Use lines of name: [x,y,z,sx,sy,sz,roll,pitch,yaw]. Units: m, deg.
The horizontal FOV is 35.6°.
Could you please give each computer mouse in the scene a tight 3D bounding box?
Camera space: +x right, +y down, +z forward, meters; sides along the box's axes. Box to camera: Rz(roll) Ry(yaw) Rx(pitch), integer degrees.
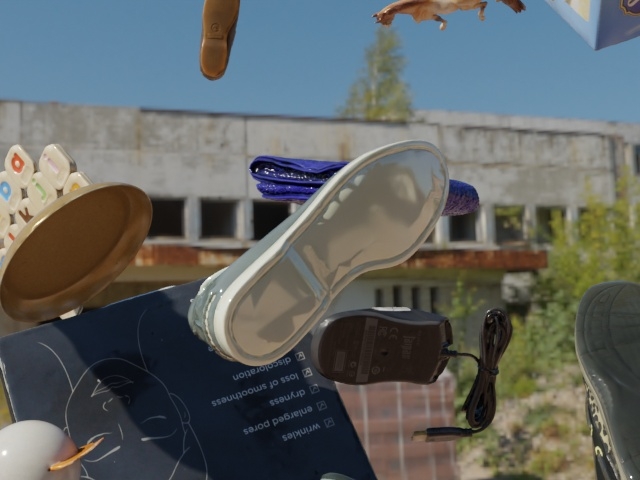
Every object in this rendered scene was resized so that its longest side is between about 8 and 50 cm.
computer mouse: [0.107,0.166,1.257,0.262,0.184,0.060,0,15,-15]

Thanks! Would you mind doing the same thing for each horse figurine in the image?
horse figurine: [0.248,-0.449,1.893,0.263,0.066,0.174,-8,-8,24]

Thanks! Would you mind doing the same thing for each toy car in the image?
toy car: [-0.352,0.265,1.132,0.238,0.219,0.210,-16,0,1]

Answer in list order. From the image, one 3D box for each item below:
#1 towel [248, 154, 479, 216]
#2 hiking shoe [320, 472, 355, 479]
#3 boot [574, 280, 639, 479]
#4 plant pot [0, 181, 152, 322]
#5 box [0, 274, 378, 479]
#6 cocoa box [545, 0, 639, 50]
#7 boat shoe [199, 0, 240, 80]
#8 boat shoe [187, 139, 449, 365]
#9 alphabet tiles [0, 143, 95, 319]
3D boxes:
towel: [0.071,-0.073,1.530,0.228,0.076,0.308,10,4,44]
hiking shoe: [-0.048,0.400,1.186,0.113,0.132,0.304,31,-56,-6]
boot: [0.263,0.169,0.851,0.085,0.236,0.178,-4,-49,6]
plant pot: [-0.323,0.010,1.302,0.236,0.032,0.236,-39,-21,-19]
box: [-0.207,0.346,1.568,0.480,0.471,0.297,-16,-30,-17]
cocoa box: [0.354,-0.443,1.234,0.228,0.347,0.231,-20,-42,-9]
boat shoe: [-0.209,-0.428,2.031,0.073,0.207,0.073,13,-1,-4]
boat shoe: [0.000,0.000,0.977,0.319,0.116,0.099,-41,24,-29]
alphabet tiles: [-0.454,-0.012,1.647,0.021,0.278,0.284,-13,-38,-54]
